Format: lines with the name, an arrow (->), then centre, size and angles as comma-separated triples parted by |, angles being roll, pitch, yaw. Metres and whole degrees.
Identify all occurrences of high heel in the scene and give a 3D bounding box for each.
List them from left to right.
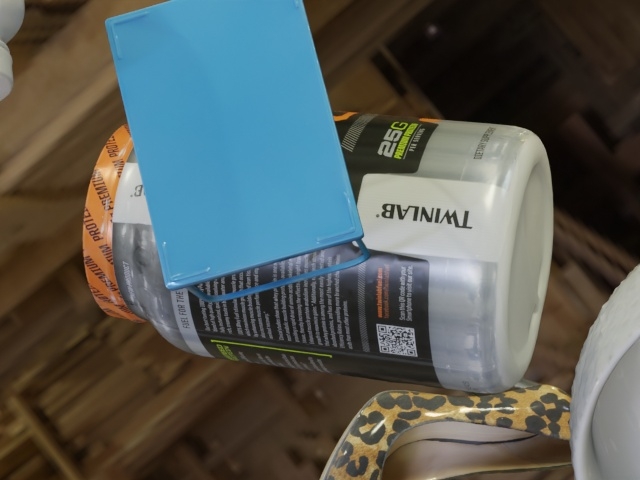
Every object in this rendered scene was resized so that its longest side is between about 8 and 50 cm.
high heel -> 0.122, 0.203, 1.461 | 0.261, 0.186, 0.093 | -43, -33, -35

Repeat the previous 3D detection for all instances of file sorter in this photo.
file sorter -> -0.046, -0.058, 1.006 | 0.118, 0.170, 0.104 | -15, -13, 4

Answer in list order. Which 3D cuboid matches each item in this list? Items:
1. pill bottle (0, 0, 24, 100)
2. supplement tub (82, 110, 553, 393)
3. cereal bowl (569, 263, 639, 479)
pill bottle -> -0.211, -0.157, 0.915 | 0.087, 0.160, 0.087 | -8, -16, -2
supplement tub -> 0.000, 0.000, 1.200 | 0.316, 0.193, 0.193 | 6, 9, 17
cereal bowl -> 0.334, 0.097, 1.115 | 0.339, 0.339, 0.141 | -41, 24, 25
